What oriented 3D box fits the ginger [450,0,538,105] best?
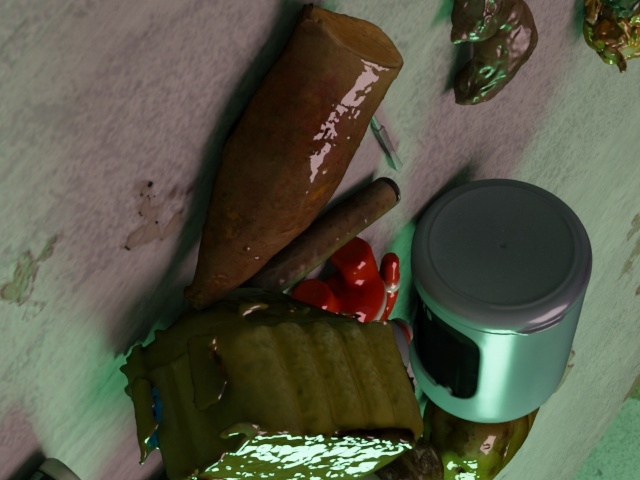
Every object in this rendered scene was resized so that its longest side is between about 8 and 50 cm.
[{"bbox_3d":[0.198,-0.250,1.834,0.122,0.084,0.290,-53,158,-23],"label":"ginger"}]

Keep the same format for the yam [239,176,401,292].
[{"bbox_3d":[0.000,0.000,1.825,0.264,0.046,0.046,-36,150,-38],"label":"yam"}]

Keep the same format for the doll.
[{"bbox_3d":[0.044,0.128,2.024,0.200,0.105,0.336,-49,148,-19],"label":"doll"}]

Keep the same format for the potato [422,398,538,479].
[{"bbox_3d":[0.273,0.264,2.582,0.176,0.195,0.369,-29,-175,34],"label":"potato"}]

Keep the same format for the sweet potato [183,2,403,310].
[{"bbox_3d":[-0.040,-0.068,1.563,0.337,0.131,0.131,-62,156,10],"label":"sweet potato"}]

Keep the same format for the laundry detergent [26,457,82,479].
[{"bbox_3d":[-0.323,0.322,1.585,0.226,0.070,0.099,-45,163,-22],"label":"laundry detergent"}]

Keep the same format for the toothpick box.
[{"bbox_3d":[0.249,0.102,2.194,0.263,0.263,0.355,-44,156,-26],"label":"toothpick box"}]

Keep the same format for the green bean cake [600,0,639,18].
[{"bbox_3d":[0.380,-0.414,1.930,0.241,0.132,0.255,-61,157,2],"label":"green bean cake"}]

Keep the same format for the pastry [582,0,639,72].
[{"bbox_3d":[0.442,-0.348,2.160,0.250,0.102,0.154,-52,156,-8],"label":"pastry"}]

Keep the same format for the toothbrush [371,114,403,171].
[{"bbox_3d":[0.069,-0.122,1.839,0.017,0.014,0.194,-54,157,-6],"label":"toothbrush"}]

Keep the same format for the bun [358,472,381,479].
[{"bbox_3d":[-0.040,0.401,2.118,0.283,0.179,0.283,-60,-174,11],"label":"bun"}]

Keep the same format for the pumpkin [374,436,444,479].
[{"bbox_3d":[0.104,0.384,2.393,0.219,0.162,0.219,-38,149,-29],"label":"pumpkin"}]

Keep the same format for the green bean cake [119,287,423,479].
[{"bbox_3d":[-0.082,0.171,1.703,0.285,0.202,0.310,-30,155,34],"label":"green bean cake"}]
